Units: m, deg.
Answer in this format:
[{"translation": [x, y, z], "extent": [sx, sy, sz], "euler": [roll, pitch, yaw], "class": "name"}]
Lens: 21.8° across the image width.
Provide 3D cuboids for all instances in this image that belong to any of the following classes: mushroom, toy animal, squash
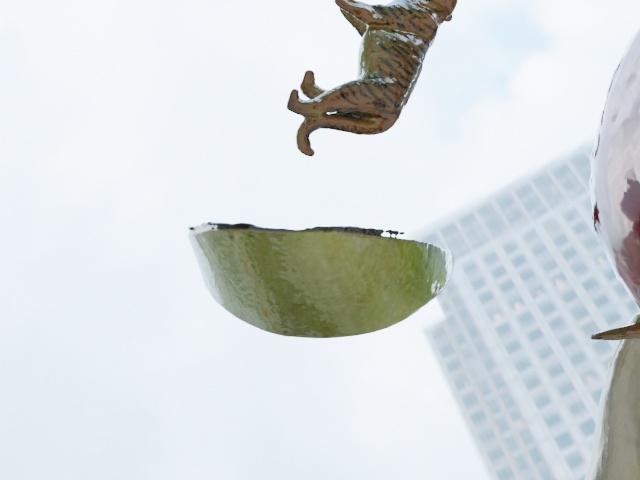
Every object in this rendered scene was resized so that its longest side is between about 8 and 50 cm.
[{"translation": [0.208, 0.148, 1.124], "extent": [0.084, 0.071, 0.209], "euler": [13, -79, 9], "class": "mushroom"}, {"translation": [0.046, -0.159, 1.422], "extent": [0.099, 0.241, 0.057], "euler": [21, -31, 3], "class": "toy animal"}, {"translation": [0.000, 0.000, 1.437], "extent": [0.237, 0.204, 0.155], "euler": [0, -57, 3], "class": "squash"}]

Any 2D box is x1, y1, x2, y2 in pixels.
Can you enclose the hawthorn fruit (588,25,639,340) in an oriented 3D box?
[{"translation": [0.253, -0.040, 0.766], "extent": [0.258, 0.258, 0.261], "euler": [20, -112, -19], "class": "hawthorn fruit"}]
